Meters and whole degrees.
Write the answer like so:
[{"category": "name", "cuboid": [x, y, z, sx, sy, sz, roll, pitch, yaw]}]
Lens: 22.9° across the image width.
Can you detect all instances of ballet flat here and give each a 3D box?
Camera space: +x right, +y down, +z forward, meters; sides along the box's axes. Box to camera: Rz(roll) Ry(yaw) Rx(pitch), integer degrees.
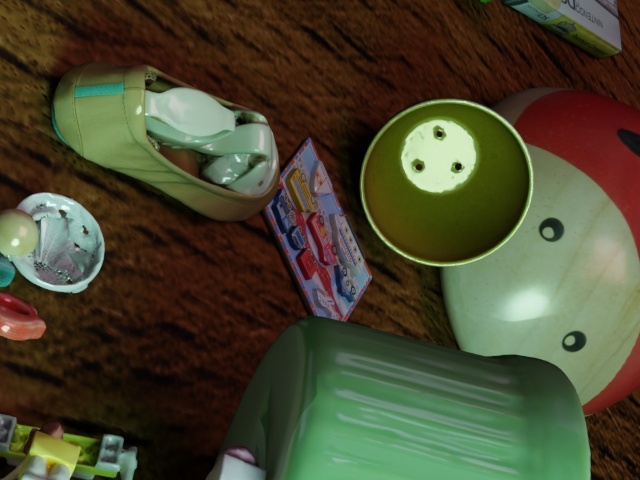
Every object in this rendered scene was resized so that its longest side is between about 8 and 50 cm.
[{"category": "ballet flat", "cuboid": [-0.073, -0.060, 1.006, 0.232, 0.073, 0.080, 14, 70, -58]}]

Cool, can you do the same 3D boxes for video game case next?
[{"category": "video game case", "cuboid": [0.249, -0.352, 1.679, 0.248, 0.035, 0.275, 14, 70, -57]}]

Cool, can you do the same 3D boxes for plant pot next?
[{"category": "plant pot", "cuboid": [0.097, -0.058, 1.261, 0.095, 0.134, 0.134, -89, 159, -72]}]

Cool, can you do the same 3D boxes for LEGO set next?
[{"category": "LEGO set", "cuboid": [-0.171, 0.086, 0.771, 0.287, 0.132, 0.107, 31, 31, -18]}]

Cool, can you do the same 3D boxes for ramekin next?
[{"category": "ramekin", "cuboid": [0.014, 0.188, 0.865, 0.148, 0.303, 0.303, 19, 55, -9]}]

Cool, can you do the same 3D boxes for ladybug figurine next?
[{"category": "ladybug figurine", "cuboid": [0.257, 0.001, 1.460, 0.449, 0.162, 0.305, -30, 107, -58]}]

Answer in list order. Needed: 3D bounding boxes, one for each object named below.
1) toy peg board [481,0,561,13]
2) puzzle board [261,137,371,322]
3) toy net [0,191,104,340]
[{"category": "toy peg board", "cuboid": [0.154, -0.309, 1.475, 0.161, 0.079, 0.161, 29, 62, -35]}, {"category": "puzzle board", "cuboid": [0.000, 0.000, 1.174, 0.128, 0.011, 0.096, 66, 33, -23]}, {"category": "toy net", "cuboid": [-0.157, -0.001, 0.788, 0.045, 0.122, 0.232, -60, 161, 10]}]
